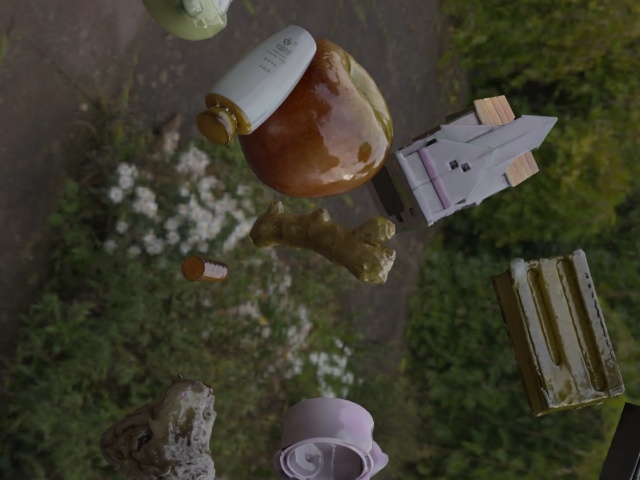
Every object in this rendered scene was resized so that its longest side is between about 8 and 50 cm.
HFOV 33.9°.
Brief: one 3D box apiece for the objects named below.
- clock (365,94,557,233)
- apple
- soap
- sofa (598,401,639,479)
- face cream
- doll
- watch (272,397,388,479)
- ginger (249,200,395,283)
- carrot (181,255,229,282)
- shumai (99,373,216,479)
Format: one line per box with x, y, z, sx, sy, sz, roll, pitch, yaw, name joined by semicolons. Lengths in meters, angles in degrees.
0.253;-0.146;1.856;0.166;0.309;0.235;65;-13;-2;clock
-0.009;-0.151;1.355;0.210;0.173;0.235;61;19;14;apple
0.357;0.139;1.587;0.076;0.135;0.233;128;-48;-67;soap
0.488;0.333;1.647;0.147;0.060;0.085;-69;155;-8;sofa
-0.072;-0.180;1.205;0.182;0.072;0.051;-51;173;-32;face cream
-0.123;-0.269;1.010;0.296;0.117;0.141;-117;-173;-59;doll
0.033;0.439;2.146;0.217;0.248;0.211;105;-7;-45;watch
-0.002;0.000;1.790;0.065;0.298;0.118;-10;106;-55;ginger
-0.198;0.055;1.891;0.139;0.048;0.048;16;83;-69;carrot
-0.240;0.294;1.652;0.166;0.206;0.176;15;90;-50;shumai
